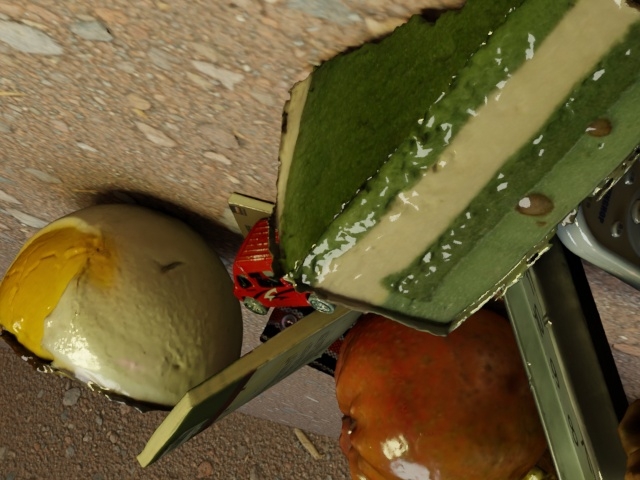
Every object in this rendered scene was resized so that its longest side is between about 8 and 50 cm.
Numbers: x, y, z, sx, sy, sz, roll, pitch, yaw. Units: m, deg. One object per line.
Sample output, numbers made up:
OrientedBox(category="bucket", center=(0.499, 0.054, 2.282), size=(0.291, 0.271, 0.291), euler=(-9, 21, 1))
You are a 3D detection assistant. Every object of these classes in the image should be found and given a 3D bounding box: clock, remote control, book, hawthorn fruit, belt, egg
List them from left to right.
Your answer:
OrientedBox(category="egg", center=(-0.227, 0.058, 1.225), size=(0.337, 0.201, 0.337), euler=(22, -170, -4))
OrientedBox(category="book", center=(-0.066, 0.149, 1.131), size=(0.026, 0.289, 0.201), euler=(52, 142, 12))
OrientedBox(category="book", center=(0.000, 0.000, 1.129), size=(0.198, 0.016, 0.138), euler=(15, 163, 10))
OrientedBox(category="belt", center=(0.069, 0.182, 1.473), size=(0.359, 0.094, 0.126), euler=(30, -177, -27))
OrientedBox(category="hawthorn fruit", center=(0.165, 0.193, 1.190), size=(0.298, 0.277, 0.277), euler=(-14, 166, -9))
OrientedBox(category="clock", center=(0.201, 0.095, 0.828), size=(0.049, 0.279, 0.273), euler=(-15, 160, 4))
OrientedBox(category="remote control", center=(0.262, 0.004, 0.752), size=(0.244, 0.087, 0.047), euler=(27, 160, -27))

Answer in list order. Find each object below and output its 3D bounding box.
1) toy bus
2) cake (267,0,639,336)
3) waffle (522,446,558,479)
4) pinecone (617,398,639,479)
OrientedBox(category="toy bus", center=(-0.038, 0.024, 1.084), size=(0.089, 0.081, 0.195), euler=(40, 154, -28))
OrientedBox(category="cake", center=(0.097, -0.095, 0.673), size=(0.158, 0.172, 0.283), euler=(19, 132, -27))
OrientedBox(category="waffle", center=(0.290, 0.305, 1.394), size=(0.062, 0.329, 0.329), euler=(-34, 145, 10))
OrientedBox(category="pinecone", center=(0.343, 0.106, 0.605), size=(0.384, 0.384, 0.384), euler=(16, 163, 5))
